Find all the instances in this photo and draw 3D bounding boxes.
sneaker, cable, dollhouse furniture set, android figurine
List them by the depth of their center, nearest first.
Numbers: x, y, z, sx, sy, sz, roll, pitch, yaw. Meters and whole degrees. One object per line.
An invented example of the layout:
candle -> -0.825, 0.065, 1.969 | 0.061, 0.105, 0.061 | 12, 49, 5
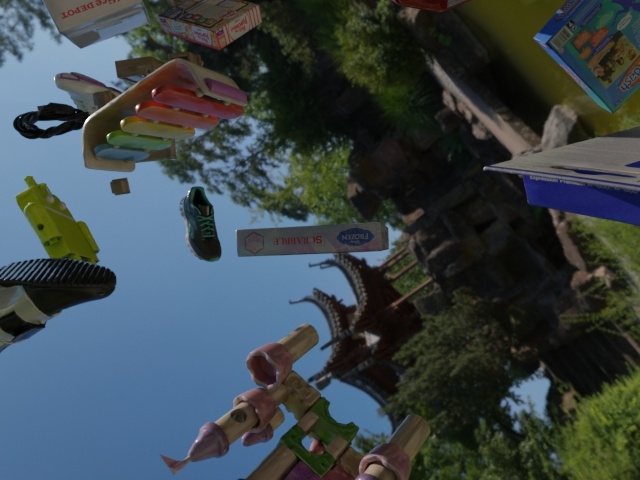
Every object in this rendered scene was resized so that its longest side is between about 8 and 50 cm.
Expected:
sneaker -> -0.505, 0.115, 0.800 | 0.122, 0.331, 0.146 | -121, 28, -71
sneaker -> -0.235, -0.037, 0.955 | 0.065, 0.076, 0.166 | -12, -116, -35
android figurine -> -0.590, -0.024, 1.101 | 0.272, 0.056, 0.248 | 58, 172, 7
cable -> -0.661, -0.292, 1.214 | 0.184, 0.151, 0.047 | -22, -92, -64
dollhouse furniture set -> -0.455, -0.327, 1.395 | 0.174, 0.304, 0.355 | -56, -40, -78
sneaker -> -0.721, -0.433, 1.538 | 0.114, 0.152, 0.305 | 26, -175, 13

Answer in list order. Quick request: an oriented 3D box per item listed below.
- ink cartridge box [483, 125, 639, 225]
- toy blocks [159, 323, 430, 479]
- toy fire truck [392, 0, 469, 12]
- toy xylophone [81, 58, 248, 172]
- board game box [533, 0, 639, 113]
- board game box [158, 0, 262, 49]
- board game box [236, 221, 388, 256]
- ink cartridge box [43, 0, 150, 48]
ink cartridge box -> 0.352, -0.070, 0.493 | 0.371, 0.069, 0.176 | -15, -158, -33
toy blocks -> -0.047, 0.349, 0.723 | 0.289, 0.308, 0.260 | 36, -145, 19
toy fire truck -> 0.185, -0.556, 0.850 | 0.169, 0.254, 0.302 | -118, 7, -46
toy xylophone -> -0.269, -0.221, 0.878 | 0.236, 0.323, 0.081 | -12, -99, -56
board game box -> 0.496, -0.343, 0.824 | 0.210, 0.160, 0.047 | 31, -155, -24
board game box -> -0.257, -0.517, 1.126 | 0.194, 0.147, 0.045 | 28, 148, 28
board game box -> 0.000, 0.000, 1.180 | 0.319, 0.318, 0.065 | 3, -95, -78
ink cartridge box -> -0.558, -0.629, 1.127 | 0.269, 0.198, 0.197 | 67, 171, -15
